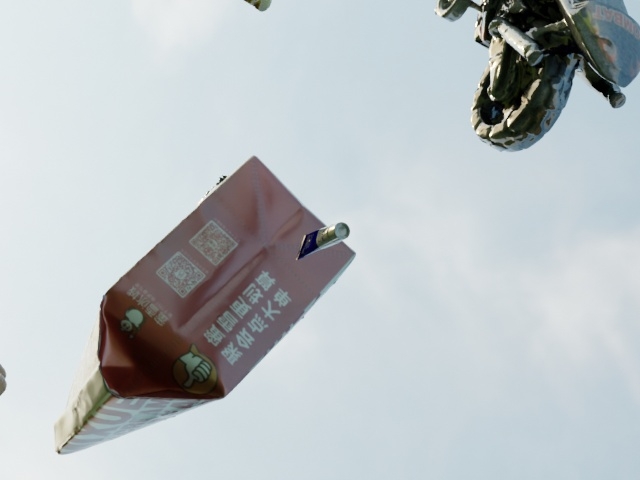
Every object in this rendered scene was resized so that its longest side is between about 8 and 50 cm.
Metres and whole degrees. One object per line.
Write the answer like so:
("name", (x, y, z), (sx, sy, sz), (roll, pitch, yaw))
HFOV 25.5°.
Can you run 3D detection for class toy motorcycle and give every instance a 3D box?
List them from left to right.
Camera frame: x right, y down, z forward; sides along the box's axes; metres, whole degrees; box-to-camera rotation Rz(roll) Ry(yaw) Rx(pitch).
("toy motorcycle", (0.180, -0.211, 1.050), (0.173, 0.108, 0.307), (-35, -141, 50))

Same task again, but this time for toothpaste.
("toothpaste", (0.000, 0.000, 1.144), (0.083, 0.015, 0.024), (-21, -133, 65))

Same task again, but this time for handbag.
("handbag", (-0.122, 0.081, 1.295), (0.151, 0.298, 0.171), (43, -34, -2))

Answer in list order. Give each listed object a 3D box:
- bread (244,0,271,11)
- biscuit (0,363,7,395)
("bread", (-0.116, -0.390, 1.671), (0.233, 0.160, 0.088), (36, -56, -11))
("biscuit", (-0.495, 0.232, 1.896), (0.043, 0.183, 0.280), (52, -13, -18))
